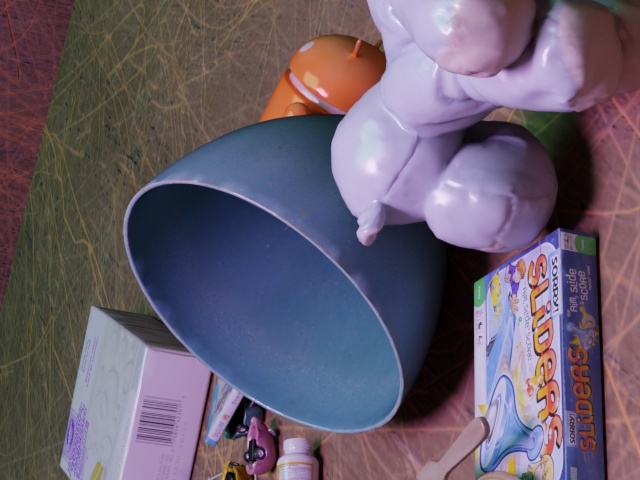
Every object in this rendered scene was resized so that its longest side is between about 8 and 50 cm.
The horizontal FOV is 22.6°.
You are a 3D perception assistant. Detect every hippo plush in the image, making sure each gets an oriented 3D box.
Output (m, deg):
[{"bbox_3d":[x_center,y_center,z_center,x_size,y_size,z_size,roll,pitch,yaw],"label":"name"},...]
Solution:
[{"bbox_3d":[0.091,-0.098,1.177,0.234,0.294,0.237,-74,1,-68],"label":"hippo plush"}]

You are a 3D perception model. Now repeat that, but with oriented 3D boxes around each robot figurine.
[{"bbox_3d":[0.005,-0.109,1.577,0.219,0.158,0.128,-62,34,23],"label":"robot figurine"}]

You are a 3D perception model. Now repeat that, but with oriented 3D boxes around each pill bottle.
[{"bbox_3d":[-0.023,0.243,1.612,0.043,0.043,0.083,137,140,-56],"label":"pill bottle"}]

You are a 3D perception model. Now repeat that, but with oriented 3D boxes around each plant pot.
[{"bbox_3d":[0.000,0.000,1.421,0.195,0.290,0.290,-49,4,-32],"label":"plant pot"}]

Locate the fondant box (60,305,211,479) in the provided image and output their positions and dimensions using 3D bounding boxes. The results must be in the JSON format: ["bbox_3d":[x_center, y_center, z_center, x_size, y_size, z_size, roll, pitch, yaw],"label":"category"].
[{"bbox_3d":[-0.250,0.233,2.126,0.330,0.096,0.238,-161,82,-70],"label":"fondant box"}]

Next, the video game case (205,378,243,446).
[{"bbox_3d":[-0.084,0.135,1.795,0.166,0.015,0.119,-61,12,26],"label":"video game case"}]

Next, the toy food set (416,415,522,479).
[{"bbox_3d":[0.142,0.229,1.168,0.132,0.038,0.192,-56,49,49],"label":"toy food set"}]

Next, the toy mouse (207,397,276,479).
[{"bbox_3d":[-0.075,0.220,1.772,0.161,0.031,0.143,-159,80,-68],"label":"toy mouse"}]

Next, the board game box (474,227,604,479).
[{"bbox_3d":[0.163,0.108,1.216,0.136,0.035,0.201,139,137,-58],"label":"board game box"}]
